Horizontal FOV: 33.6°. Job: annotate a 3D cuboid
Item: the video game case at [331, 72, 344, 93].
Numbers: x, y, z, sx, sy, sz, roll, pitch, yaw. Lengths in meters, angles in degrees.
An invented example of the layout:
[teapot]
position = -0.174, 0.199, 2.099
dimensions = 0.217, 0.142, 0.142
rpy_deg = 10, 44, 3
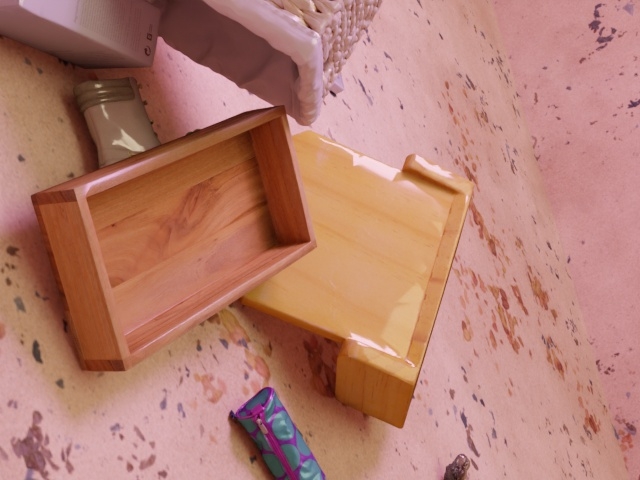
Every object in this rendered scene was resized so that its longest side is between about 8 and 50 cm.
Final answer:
[video game case]
position = -0.037, -0.411, 2.036
dimensions = 0.227, 0.026, 0.206
rpy_deg = 26, 47, -54

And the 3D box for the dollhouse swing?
[dollhouse swing]
position = 0.041, 0.053, 1.642
dimensions = 0.315, 0.305, 0.346
rpy_deg = 91, 16, -64

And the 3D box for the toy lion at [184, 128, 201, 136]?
[toy lion]
position = -0.155, -0.108, 1.490
dimensions = 0.034, 0.096, 0.100
rpy_deg = -76, 177, -52

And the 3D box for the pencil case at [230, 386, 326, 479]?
[pencil case]
position = -0.053, 0.270, 1.389
dimensions = 0.151, 0.065, 0.070
rpy_deg = 60, 10, -14

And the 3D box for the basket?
[basket]
position = -0.085, -0.365, 1.364
dimensions = 0.331, 0.266, 0.328
rpy_deg = 31, -7, 4

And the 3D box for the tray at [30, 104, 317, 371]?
[tray]
position = -0.156, -0.019, 1.283
dimensions = 0.411, 0.076, 0.202
rpy_deg = -33, 114, -55

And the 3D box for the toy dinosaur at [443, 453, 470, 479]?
[toy dinosaur]
position = 0.265, 0.510, 1.830
dimensions = 0.118, 0.064, 0.268
rpy_deg = 25, 47, -36

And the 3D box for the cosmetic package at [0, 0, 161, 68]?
[cosmetic package]
position = -0.307, -0.272, 1.252
dimensions = 0.231, 0.117, 0.085
rpy_deg = 19, 76, -60

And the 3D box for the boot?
[boot]
position = -0.224, -0.125, 1.368
dimensions = 0.213, 0.077, 0.165
rpy_deg = -1, 68, -63
